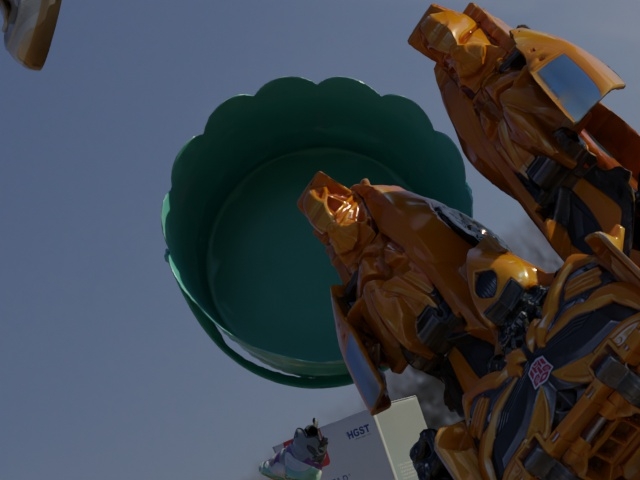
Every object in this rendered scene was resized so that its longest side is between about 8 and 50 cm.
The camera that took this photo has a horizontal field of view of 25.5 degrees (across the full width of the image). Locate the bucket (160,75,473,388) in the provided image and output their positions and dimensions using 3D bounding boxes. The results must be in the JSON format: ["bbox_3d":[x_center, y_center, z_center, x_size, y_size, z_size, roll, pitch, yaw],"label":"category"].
[{"bbox_3d":[0.000,0.000,1.312,0.281,0.281,0.183,-34,-13,-6],"label":"bucket"}]

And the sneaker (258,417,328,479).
[{"bbox_3d":[-0.021,0.206,1.393,0.098,0.038,0.069,-6,58,56],"label":"sneaker"}]

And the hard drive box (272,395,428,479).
[{"bbox_3d":[0.064,0.325,1.686,0.089,0.232,0.181,-7,-17,-47],"label":"hard drive box"}]

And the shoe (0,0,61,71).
[{"bbox_3d":[-0.215,-0.196,0.977,0.058,0.219,0.076,5,-46,-20],"label":"shoe"}]

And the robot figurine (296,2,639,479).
[{"bbox_3d":[0.083,0.020,0.577,0.085,0.291,0.211,25,-71,-27],"label":"robot figurine"}]
